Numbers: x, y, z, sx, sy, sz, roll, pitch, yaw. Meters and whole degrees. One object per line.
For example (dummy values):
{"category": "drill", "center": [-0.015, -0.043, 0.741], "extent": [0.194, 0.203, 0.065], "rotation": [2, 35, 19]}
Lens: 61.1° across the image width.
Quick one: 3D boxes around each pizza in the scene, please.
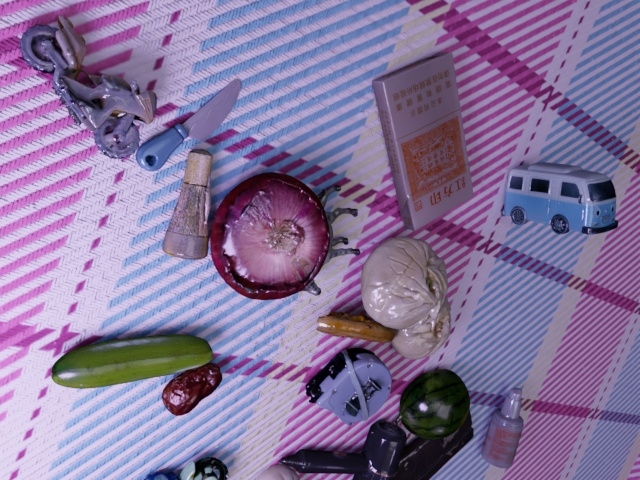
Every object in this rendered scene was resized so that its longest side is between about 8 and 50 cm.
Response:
{"category": "pizza", "center": [0.091, 0.204, 1.280], "extent": [0.246, 0.127, 0.058], "rotation": [15, 75, -27]}

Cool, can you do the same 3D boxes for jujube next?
{"category": "jujube", "center": [-0.259, 0.299, 1.104], "extent": [0.129, 0.077, 0.077], "rotation": [-30, 120, -27]}

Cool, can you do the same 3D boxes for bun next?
{"category": "bun", "center": [-0.099, 0.620, 1.304], "extent": [0.138, 0.094, 0.138], "rotation": [-13, 114, -32]}
{"category": "bun", "center": [0.265, 0.220, 1.390], "extent": [0.188, 0.111, 0.164], "rotation": [-43, 121, -9]}
{"category": "bun", "center": [0.208, 0.101, 1.266], "extent": [0.229, 0.145, 0.230], "rotation": [1, 89, -41]}

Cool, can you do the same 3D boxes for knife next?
{"category": "knife", "center": [-0.229, -0.206, 0.986], "extent": [0.244, 0.032, 0.058], "rotation": [-41, 121, -19]}

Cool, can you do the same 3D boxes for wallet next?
{"category": "wallet", "center": [0.337, 0.631, 1.615], "extent": [0.321, 0.044, 0.171], "rotation": [-31, 118, -21]}

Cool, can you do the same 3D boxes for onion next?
{"category": "onion", "center": [-0.101, -0.007, 1.051], "extent": [0.248, 0.161, 0.248], "rotation": [-6, 99, -36]}

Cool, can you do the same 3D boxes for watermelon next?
{"category": "watermelon", "center": [0.327, 0.470, 1.506], "extent": [0.232, 0.127, 0.204], "rotation": [-12, 112, -25]}

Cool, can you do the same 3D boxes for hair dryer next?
{"category": "hair dryer", "center": [0.056, 0.552, 1.383], "extent": [0.352, 0.107, 0.189], "rotation": [16, 94, -30]}

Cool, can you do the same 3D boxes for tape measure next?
{"category": "tape measure", "center": [0.083, 0.355, 1.324], "extent": [0.181, 0.107, 0.182], "rotation": [-49, 122, -1]}

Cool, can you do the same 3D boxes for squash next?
{"category": "squash", "center": [-0.346, 0.223, 1.017], "extent": [0.292, 0.082, 0.082], "rotation": [-2, 107, -34]}

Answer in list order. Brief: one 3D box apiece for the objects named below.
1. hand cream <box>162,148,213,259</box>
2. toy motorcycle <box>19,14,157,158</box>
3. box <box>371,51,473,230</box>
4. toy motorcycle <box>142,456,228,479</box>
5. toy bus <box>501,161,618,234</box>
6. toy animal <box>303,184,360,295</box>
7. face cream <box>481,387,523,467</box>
{"category": "hand cream", "center": [-0.235, -0.069, 1.002], "extent": [0.083, 0.084, 0.203], "rotation": [9, 93, -34]}
{"category": "toy motorcycle", "center": [-0.352, -0.246, 0.858], "extent": [0.130, 0.094, 0.229], "rotation": [-43, 111, -19]}
{"category": "box", "center": [0.247, -0.226, 1.265], "extent": [0.204, 0.051, 0.365], "rotation": [-29, 119, -22]}
{"category": "toy motorcycle", "center": [-0.322, 0.614, 1.147], "extent": [0.196, 0.125, 0.331], "rotation": [20, 91, -34]}
{"category": "toy bus", "center": [0.621, -0.114, 1.411], "extent": [0.133, 0.271, 0.165], "rotation": [-11, 108, -30]}
{"category": "toy animal", "center": [-0.003, 0.000, 1.168], "extent": [0.175, 0.073, 0.217], "rotation": [-17, 111, -31]}
{"category": "face cream", "center": [0.593, 0.590, 1.732], "extent": [0.101, 0.101, 0.252], "rotation": [4, 103, -34]}
